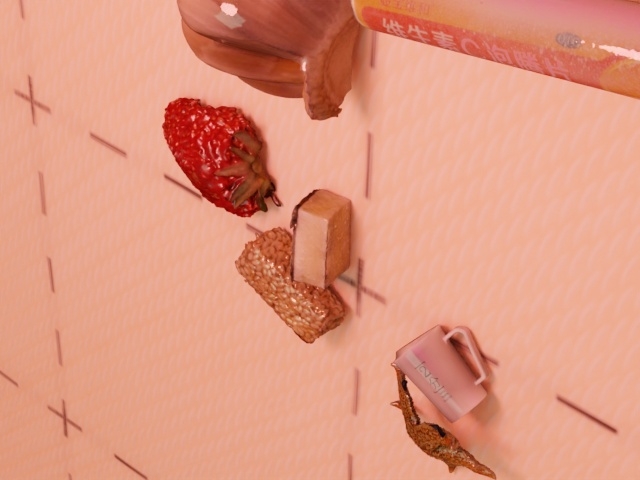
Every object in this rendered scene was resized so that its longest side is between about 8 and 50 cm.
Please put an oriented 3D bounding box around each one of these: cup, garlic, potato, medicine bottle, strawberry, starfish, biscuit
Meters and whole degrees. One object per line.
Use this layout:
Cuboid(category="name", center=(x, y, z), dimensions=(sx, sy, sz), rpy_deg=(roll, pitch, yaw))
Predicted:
Cuboid(category="cup", center=(0.163, 0.160, 1.847), dimensions=(0.104, 0.074, 0.116), rpy_deg=(-42, 85, 23))
Cuboid(category="garlic", center=(-0.061, -0.289, 1.749), dimensions=(0.292, 0.210, 0.237), rpy_deg=(39, 173, 18))
Cuboid(category="potato", center=(0.000, -0.002, 1.901), dimensions=(0.061, 0.086, 0.122), rpy_deg=(19, 127, 22))
Cuboid(category="medicine bottle", center=(0.216, -0.219, 1.495), dimensions=(0.426, 0.108, 0.108), rpy_deg=(21, 129, 40))
Cuboid(category="strawberry", center=(-0.161, -0.106, 2.001), dimensions=(0.208, 0.087, 0.167), rpy_deg=(13, 125, 45))
Cuboid(category="starfish", center=(0.151, 0.259, 1.908), dimensions=(0.208, 0.053, 0.176), rpy_deg=(46, 173, 47))
Cuboid(category="biscuit", center=(-0.039, 0.062, 1.994), dimensions=(0.168, 0.070, 0.082), rpy_deg=(48, 145, 9))
